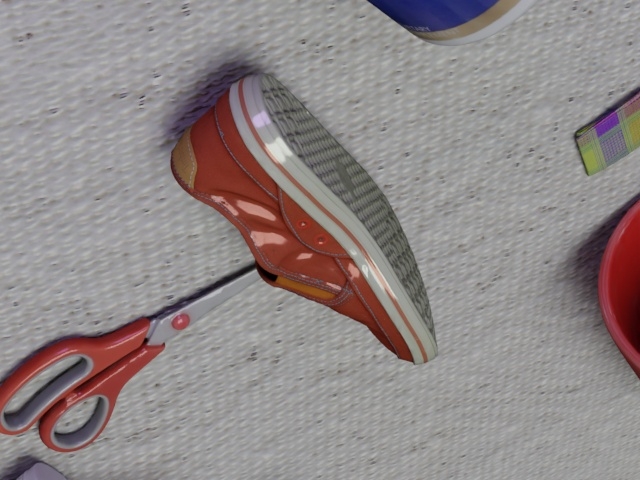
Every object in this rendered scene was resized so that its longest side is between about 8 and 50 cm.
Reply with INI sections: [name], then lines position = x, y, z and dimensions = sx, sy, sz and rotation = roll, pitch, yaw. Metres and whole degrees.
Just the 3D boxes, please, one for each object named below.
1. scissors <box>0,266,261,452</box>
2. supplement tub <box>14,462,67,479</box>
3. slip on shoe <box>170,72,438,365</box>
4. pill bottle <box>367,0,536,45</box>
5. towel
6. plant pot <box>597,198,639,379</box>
[scissors]
position = -0.135, 0.069, 0.971
dimensions = 0.297, 0.021, 0.109
rotation = -39, 133, 1
[supplement tub]
position = -0.254, 0.246, 0.995
dimensions = 0.107, 0.071, 0.071
rotation = -41, 133, 1
[slip on shoe]
position = 0.000, 0.000, 0.950
dimensions = 0.101, 0.123, 0.331
rotation = -27, 135, 18
[pill bottle]
position = 0.031, -0.246, 0.751
dimensions = 0.265, 0.153, 0.153
rotation = 28, 105, -40
[towel]
position = 0.274, -0.099, 1.100
dimensions = 0.083, 0.009, 0.060
rotation = -35, 134, -3
[plant pot]
position = 0.426, 0.091, 1.179
dimensions = 0.275, 0.275, 0.243
rotation = -35, 143, -4
